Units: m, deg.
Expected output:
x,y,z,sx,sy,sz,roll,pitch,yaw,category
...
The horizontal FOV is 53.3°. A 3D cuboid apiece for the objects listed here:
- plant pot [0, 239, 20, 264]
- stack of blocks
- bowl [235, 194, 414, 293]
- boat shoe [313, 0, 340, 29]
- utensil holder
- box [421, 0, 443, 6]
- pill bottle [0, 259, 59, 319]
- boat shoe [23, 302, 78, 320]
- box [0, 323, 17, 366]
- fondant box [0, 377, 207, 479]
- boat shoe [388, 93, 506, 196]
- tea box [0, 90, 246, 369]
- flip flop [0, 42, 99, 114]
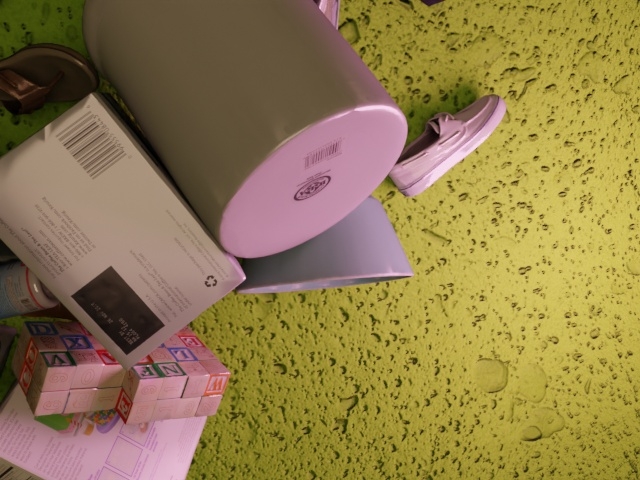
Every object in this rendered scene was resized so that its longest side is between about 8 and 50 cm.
x,y,z,sx,sy,sz,roll,pitch,yaw,category
-0.611,-0.066,0.950,0.247,0.248,0.252,-14,91,-12,plant pot
-0.321,0.214,1.045,0.297,0.171,0.087,8,109,-44,stack of blocks
0.000,0.000,1.122,0.312,0.311,0.163,-4,84,-15,bowl
-0.019,-0.384,1.119,0.118,0.103,0.320,5,100,27,boat shoe
-0.108,-0.213,0.922,0.328,0.327,0.385,-32,70,-7,utensil holder
0.260,-0.597,1.033,0.179,0.312,0.343,29,93,-20,box
-0.510,0.082,1.031,0.160,0.087,0.087,-13,106,5,pill bottle
-0.460,0.100,1.107,0.207,0.073,0.073,14,95,3,boat shoe
-0.647,0.197,0.994,0.262,0.231,0.126,20,96,-18,box
-0.383,0.338,1.096,0.330,0.238,0.096,38,129,-20,fondant box
0.238,-0.202,1.232,0.267,0.096,0.088,-40,114,5,boat shoe
-0.315,-0.035,0.986,0.220,0.323,0.329,-38,109,-5,tea box
-0.478,-0.234,0.984,0.277,0.112,0.080,-4,59,1,flip flop
